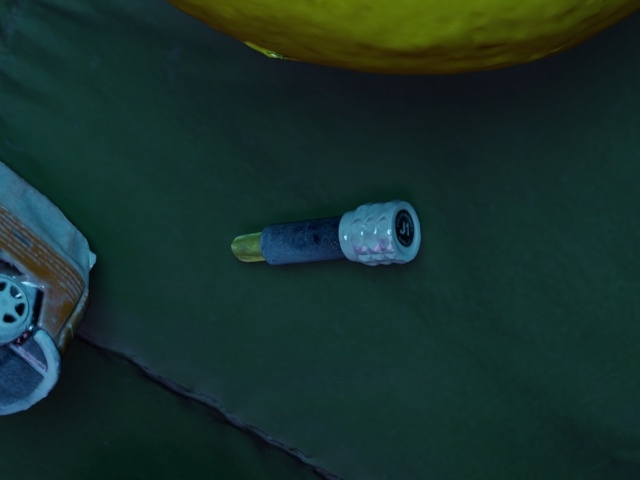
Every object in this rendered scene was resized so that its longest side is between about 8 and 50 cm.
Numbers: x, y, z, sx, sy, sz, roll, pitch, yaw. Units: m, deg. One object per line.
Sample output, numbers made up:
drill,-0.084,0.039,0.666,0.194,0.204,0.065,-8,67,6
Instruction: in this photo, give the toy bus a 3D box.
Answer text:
toy bus,-0.252,-0.015,0.854,0.265,0.120,0.121,40,133,-17

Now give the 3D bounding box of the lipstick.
lipstick,0.000,0.000,0.831,0.116,0.037,0.037,-7,129,34

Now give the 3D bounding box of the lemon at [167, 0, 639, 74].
lemon,0.028,-0.174,0.514,0.263,0.236,0.236,0,140,-20
